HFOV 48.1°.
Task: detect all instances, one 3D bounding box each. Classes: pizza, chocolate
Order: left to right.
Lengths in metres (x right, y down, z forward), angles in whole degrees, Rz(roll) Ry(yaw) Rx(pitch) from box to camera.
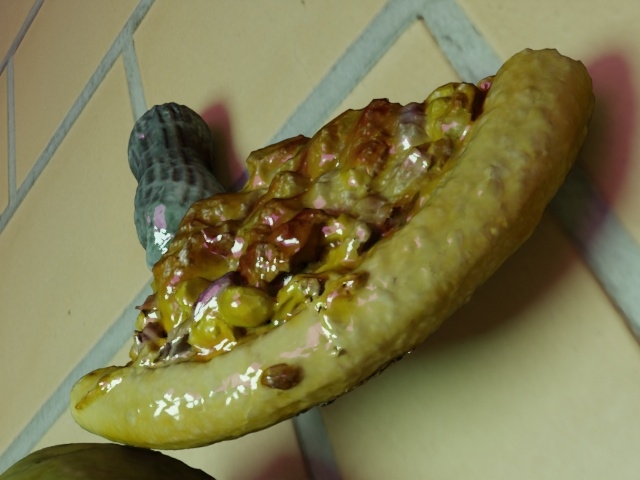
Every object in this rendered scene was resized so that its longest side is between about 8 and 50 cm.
[{"bbox_3d":[-0.151,-0.058,0.770,0.110,0.110,0.248,-44,46,29],"label":"chocolate"},{"bbox_3d":[0.000,0.000,0.500,0.409,0.114,0.278,-30,27,11],"label":"pizza"}]

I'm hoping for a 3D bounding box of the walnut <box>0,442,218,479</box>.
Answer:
[{"bbox_3d":[-0.128,0.264,0.487,0.227,0.283,0.283,-59,41,17],"label":"walnut"}]
